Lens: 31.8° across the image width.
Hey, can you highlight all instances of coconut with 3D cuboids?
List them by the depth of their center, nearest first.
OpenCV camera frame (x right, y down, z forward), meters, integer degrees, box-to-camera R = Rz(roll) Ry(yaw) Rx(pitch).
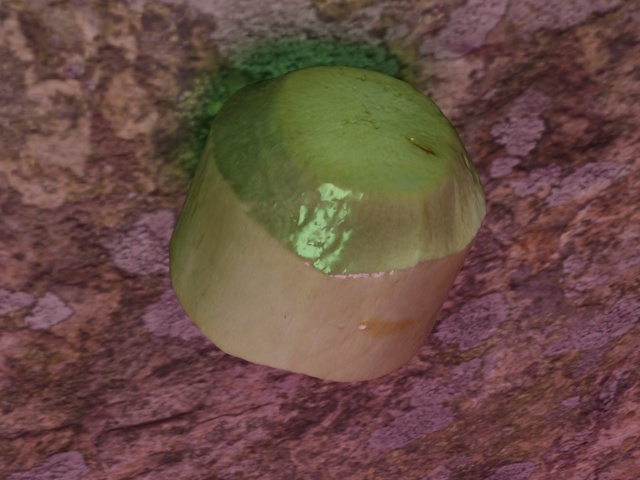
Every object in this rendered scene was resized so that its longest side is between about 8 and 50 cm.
[{"bbox_3d":[0.000,0.000,0.778,0.202,0.202,0.222,0,138,-23],"label":"coconut"}]
